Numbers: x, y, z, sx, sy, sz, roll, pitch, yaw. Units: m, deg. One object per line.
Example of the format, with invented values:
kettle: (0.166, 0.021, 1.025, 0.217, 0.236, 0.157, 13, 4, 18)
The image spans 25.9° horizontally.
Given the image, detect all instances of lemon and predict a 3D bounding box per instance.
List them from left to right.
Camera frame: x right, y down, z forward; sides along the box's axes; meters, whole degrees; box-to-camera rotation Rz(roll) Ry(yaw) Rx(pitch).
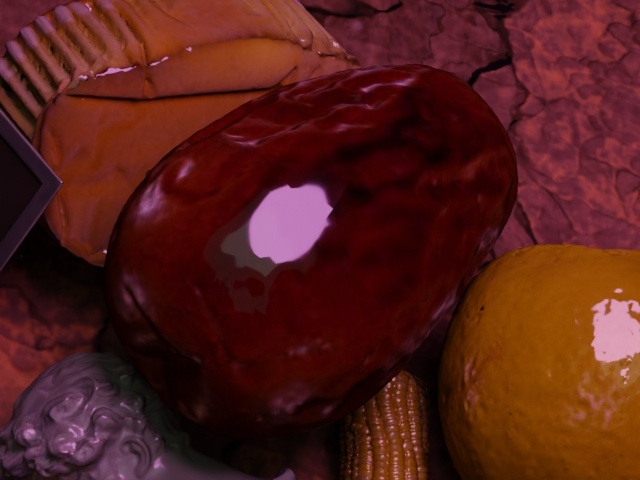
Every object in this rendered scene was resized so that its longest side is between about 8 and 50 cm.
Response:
lemon: (0.200, 0.129, 1.015, 0.240, 0.240, 0.219, 11, 75, -3)

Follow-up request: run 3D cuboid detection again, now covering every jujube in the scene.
jujube: (0.000, 0.000, 0.994, 0.223, 0.223, 0.318, 45, 59, 13)

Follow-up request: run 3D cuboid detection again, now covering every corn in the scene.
corn: (0.049, 0.192, 1.055, 0.072, 0.072, 0.203, 3, 66, -6)

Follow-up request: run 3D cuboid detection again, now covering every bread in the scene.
bread: (-0.115, -0.101, 1.108, 0.288, 0.204, 0.156, -18, 37, -21)

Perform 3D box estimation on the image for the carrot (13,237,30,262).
carrot: (-0.305, -0.091, 1.145, 0.061, 0.061, 0.256, -31, 75, -20)

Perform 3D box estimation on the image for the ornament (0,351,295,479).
ornament: (-0.100, 0.188, 1.008, 0.285, 0.120, 0.130, 33, 60, 6)

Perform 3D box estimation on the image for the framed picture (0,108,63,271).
framed picture: (-0.310, -0.024, 1.039, 0.197, 0.252, 0.014, 47, 26, 14)
